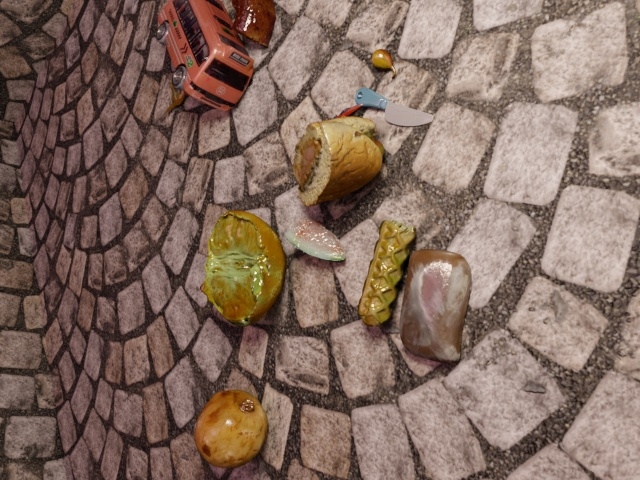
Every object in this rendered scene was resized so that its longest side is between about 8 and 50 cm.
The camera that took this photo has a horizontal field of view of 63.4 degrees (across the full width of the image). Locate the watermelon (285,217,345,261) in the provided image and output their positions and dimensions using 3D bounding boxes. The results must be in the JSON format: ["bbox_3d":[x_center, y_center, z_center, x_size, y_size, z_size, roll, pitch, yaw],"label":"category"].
[{"bbox_3d":[-0.003,0.009,1.420,0.180,0.081,0.094,41,97,20],"label":"watermelon"}]

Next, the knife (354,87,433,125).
[{"bbox_3d":[0.180,-0.330,1.316,0.244,0.032,0.058,36,108,34],"label":"knife"}]

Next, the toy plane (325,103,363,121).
[{"bbox_3d":[0.043,-0.312,1.405,0.189,0.061,0.130,-20,32,28],"label":"toy plane"}]

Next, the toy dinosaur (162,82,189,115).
[{"bbox_3d":[-0.551,-0.532,1.994,0.126,0.039,0.162,39,112,36],"label":"toy dinosaur"}]

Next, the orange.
[{"bbox_3d":[-0.211,0.083,1.514,0.263,0.196,0.334,-14,72,56],"label":"orange"}]

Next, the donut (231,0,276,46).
[{"bbox_3d":[-0.218,-0.733,1.659,0.144,0.126,0.186,24,102,34],"label":"donut"}]

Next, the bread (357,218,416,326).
[{"bbox_3d":[0.155,0.081,1.250,0.098,0.087,0.269,21,99,41],"label":"bread"}]

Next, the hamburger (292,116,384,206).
[{"bbox_3d":[0.057,-0.205,1.303,0.330,0.209,0.162,124,127,-70],"label":"hamburger"}]

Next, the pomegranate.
[{"bbox_3d":[-0.258,0.535,1.495,0.215,0.215,0.215,-5,82,42],"label":"pomegranate"}]

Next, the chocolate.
[{"bbox_3d":[0.243,0.145,1.167,0.157,0.080,0.253,9,91,43],"label":"chocolate"}]

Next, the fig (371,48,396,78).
[{"bbox_3d":[0.167,-0.452,1.328,0.050,0.050,0.083,-44,79,31],"label":"fig"}]

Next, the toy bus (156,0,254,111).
[{"bbox_3d":[-0.384,-0.651,1.747,0.233,0.203,0.426,-41,57,26],"label":"toy bus"}]
